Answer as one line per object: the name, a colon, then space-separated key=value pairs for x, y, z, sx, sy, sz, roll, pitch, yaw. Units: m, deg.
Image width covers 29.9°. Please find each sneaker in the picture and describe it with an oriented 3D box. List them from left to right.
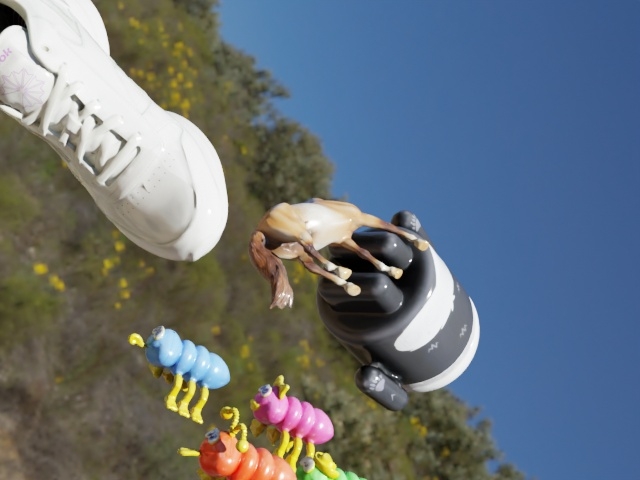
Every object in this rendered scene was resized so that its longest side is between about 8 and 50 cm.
sneaker: x=-0.201 y=-0.097 z=0.976 sx=0.305 sy=0.114 sz=0.152 roll=49 pitch=21 yaw=15

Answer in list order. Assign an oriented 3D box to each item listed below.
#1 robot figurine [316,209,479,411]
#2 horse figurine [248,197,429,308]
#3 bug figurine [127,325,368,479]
robot figurine: x=0.098 y=0.089 z=1.566 sx=0.173 sy=0.209 sz=0.278 roll=46 pitch=-1 yaw=40
horse figurine: x=0.000 y=0.000 z=1.376 sx=0.174 sy=0.263 sz=0.066 roll=30 pitch=-62 yaw=27
bug figurine: x=-0.055 y=0.167 z=1.048 sx=0.072 sy=0.216 sz=0.279 roll=-56 pitch=-150 yaw=7
